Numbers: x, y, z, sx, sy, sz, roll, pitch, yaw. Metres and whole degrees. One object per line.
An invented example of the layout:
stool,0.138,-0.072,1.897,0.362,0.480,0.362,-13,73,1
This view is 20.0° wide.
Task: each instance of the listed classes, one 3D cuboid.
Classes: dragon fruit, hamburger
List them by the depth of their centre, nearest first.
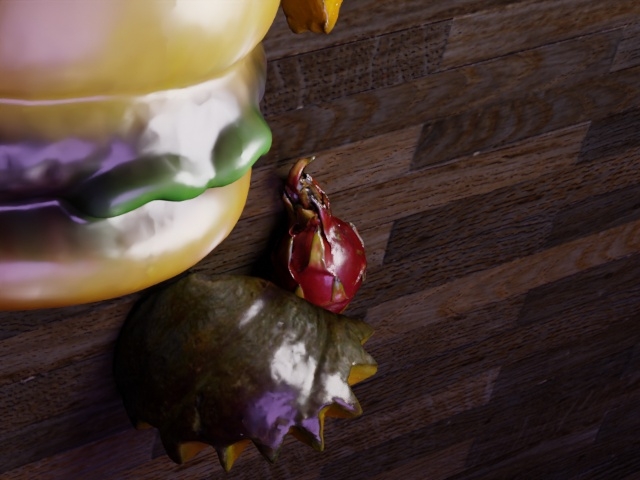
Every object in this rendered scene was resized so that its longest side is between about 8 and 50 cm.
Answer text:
hamburger,-0.209,-0.115,1.087,0.396,0.396,0.277,-10,124,-38
dragon fruit,0.000,0.000,1.722,0.094,0.094,0.190,-22,134,-27

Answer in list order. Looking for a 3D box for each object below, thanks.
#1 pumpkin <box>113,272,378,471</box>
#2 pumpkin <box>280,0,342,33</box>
pumpkin,-0.079,0.119,1.668,0.254,0.130,0.149,-17,133,7
pumpkin,0.051,-0.312,1.404,0.258,0.095,0.290,-42,156,-18
